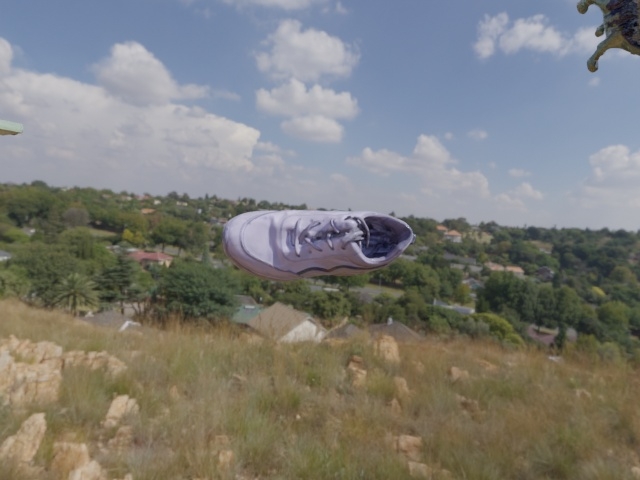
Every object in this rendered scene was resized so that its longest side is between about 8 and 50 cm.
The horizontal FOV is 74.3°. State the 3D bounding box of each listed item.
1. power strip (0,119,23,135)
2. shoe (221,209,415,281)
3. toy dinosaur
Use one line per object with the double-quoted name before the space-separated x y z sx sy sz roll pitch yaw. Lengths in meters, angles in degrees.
"power strip" -0.505 -0.176 0.647 0.040 0.016 0.090 -3 5 9
"shoe" 0.000 0.000 0.552 0.244 0.095 0.137 4 -15 -23
"toy dinosaur" 0.259 -0.199 0.376 0.037 0.181 0.058 9 -26 -34
